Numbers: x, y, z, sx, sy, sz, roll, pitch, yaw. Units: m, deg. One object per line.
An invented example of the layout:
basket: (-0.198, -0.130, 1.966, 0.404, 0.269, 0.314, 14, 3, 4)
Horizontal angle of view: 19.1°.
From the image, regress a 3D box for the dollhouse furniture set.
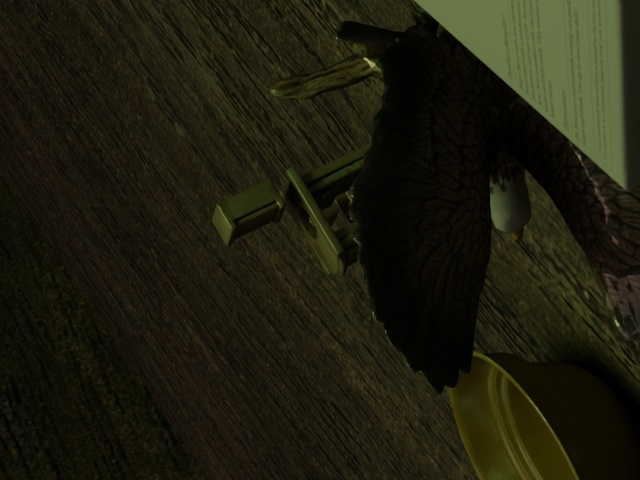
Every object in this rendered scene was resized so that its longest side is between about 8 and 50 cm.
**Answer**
dollhouse furniture set: (0.000, 0.000, 1.742, 0.101, 0.182, 0.161, 59, 162, 14)

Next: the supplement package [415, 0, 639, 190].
supplement package: (0.146, -0.202, 1.038, 0.293, 0.175, 0.177, 48, 159, 40)

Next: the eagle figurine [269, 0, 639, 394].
eagle figurine: (0.122, -0.062, 1.270, 0.225, 0.226, 0.298, 32, -158, -34)

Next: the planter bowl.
planter bowl: (0.200, 0.169, 1.557, 0.217, 0.090, 0.217, 55, 161, 29)
